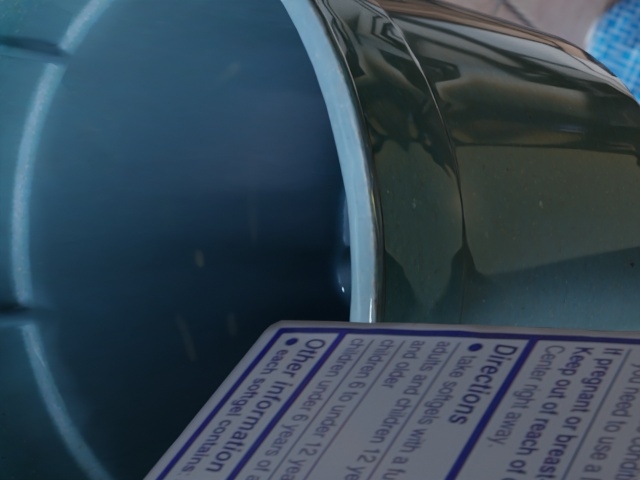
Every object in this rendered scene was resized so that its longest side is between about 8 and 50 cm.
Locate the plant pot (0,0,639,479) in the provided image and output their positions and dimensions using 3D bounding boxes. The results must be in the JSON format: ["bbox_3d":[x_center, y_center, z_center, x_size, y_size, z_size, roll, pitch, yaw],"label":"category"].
[{"bbox_3d":[0.000,0.000,0.722,0.334,0.341,0.341,-4,118,-48],"label":"plant pot"}]

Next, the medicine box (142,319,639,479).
[{"bbox_3d":[0.064,0.151,0.287,0.263,0.289,0.149,-49,130,-46],"label":"medicine box"}]
